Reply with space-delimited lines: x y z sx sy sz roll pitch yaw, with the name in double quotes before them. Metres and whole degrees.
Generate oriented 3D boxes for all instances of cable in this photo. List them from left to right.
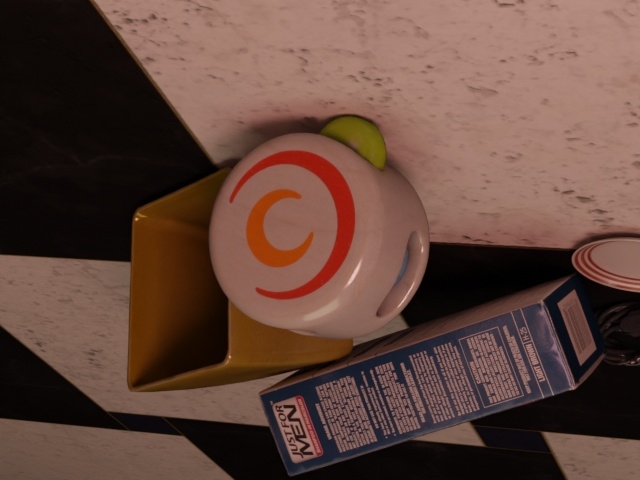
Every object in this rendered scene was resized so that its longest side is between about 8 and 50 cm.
"cable" 0.399 0.111 1.846 0.150 0.047 0.184 22 153 -36

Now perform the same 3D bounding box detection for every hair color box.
"hair color box" 0.126 0.148 1.759 0.347 0.105 0.174 -20 -179 24

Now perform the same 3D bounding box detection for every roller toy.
"roller toy" 0.000 0.000 1.550 0.209 0.191 0.146 -24 160 23

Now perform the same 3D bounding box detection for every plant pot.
"plant pot" -0.079 0.059 1.757 0.187 0.212 0.212 11 161 -35

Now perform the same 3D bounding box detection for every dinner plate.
"dinner plate" 0.339 0.023 1.690 0.141 0.017 0.141 10 157 4
